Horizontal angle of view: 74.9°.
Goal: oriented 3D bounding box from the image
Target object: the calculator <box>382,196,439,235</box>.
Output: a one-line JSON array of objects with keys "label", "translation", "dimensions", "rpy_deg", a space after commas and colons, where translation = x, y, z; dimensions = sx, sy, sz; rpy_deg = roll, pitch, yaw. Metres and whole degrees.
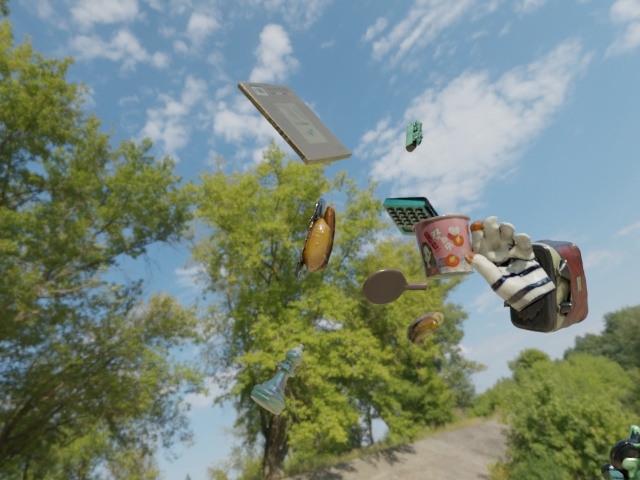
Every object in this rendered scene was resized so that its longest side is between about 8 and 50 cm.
[{"label": "calculator", "translation": [0.442, -0.102, 1.953], "dimensions": [0.248, 0.058, 0.274], "rpy_deg": [4, -31, 42]}]

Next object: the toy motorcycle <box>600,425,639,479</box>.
[{"label": "toy motorcycle", "translation": [0.783, 0.614, 0.975], "dimensions": [0.196, 0.332, 0.125], "rpy_deg": [-3, 6, 17]}]

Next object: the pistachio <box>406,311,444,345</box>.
[{"label": "pistachio", "translation": [0.269, 0.236, 1.122], "dimensions": [0.049, 0.090, 0.173], "rpy_deg": [25, -29, 0]}]

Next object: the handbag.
[{"label": "handbag", "translation": [0.623, 0.126, 1.159], "dimensions": [0.181, 0.255, 0.181], "rpy_deg": [-5, -1, -30]}]

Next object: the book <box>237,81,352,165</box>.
[{"label": "book", "translation": [-0.067, -0.335, 1.179], "dimensions": [0.216, 0.310, 0.021], "rpy_deg": [-22, -22, -52]}]

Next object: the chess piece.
[{"label": "chess piece", "translation": [-0.141, 0.521, 1.622], "dimensions": [0.272, 0.139, 0.139], "rpy_deg": [-54, -16, -28]}]

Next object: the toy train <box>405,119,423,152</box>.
[{"label": "toy train", "translation": [0.367, -0.410, 1.637], "dimensions": [0.038, 0.148, 0.071], "rpy_deg": [31, -41, -23]}]

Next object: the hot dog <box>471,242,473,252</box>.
[{"label": "hot dog", "translation": [0.653, 0.046, 1.808], "dimensions": [0.082, 0.068, 0.289], "rpy_deg": [26, -19, -12]}]

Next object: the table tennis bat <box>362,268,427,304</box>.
[{"label": "table tennis bat", "translation": [0.196, 0.142, 1.005], "dimensions": [0.169, 0.119, 0.108], "rpy_deg": [-1, -59, -12]}]

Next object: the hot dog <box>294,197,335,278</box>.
[{"label": "hot dog", "translation": [0.000, 0.002, 1.657], "dimensions": [0.107, 0.327, 0.194], "rpy_deg": [16, 7, 6]}]

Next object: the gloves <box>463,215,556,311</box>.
[{"label": "gloves", "translation": [0.428, 0.048, 0.970], "dimensions": [0.140, 0.219, 0.131], "rpy_deg": [-38, -25, 15]}]

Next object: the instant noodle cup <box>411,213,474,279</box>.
[{"label": "instant noodle cup", "translation": [0.512, 0.034, 1.723], "dimensions": [0.242, 0.232, 0.243], "rpy_deg": [-5, -14, -1]}]
